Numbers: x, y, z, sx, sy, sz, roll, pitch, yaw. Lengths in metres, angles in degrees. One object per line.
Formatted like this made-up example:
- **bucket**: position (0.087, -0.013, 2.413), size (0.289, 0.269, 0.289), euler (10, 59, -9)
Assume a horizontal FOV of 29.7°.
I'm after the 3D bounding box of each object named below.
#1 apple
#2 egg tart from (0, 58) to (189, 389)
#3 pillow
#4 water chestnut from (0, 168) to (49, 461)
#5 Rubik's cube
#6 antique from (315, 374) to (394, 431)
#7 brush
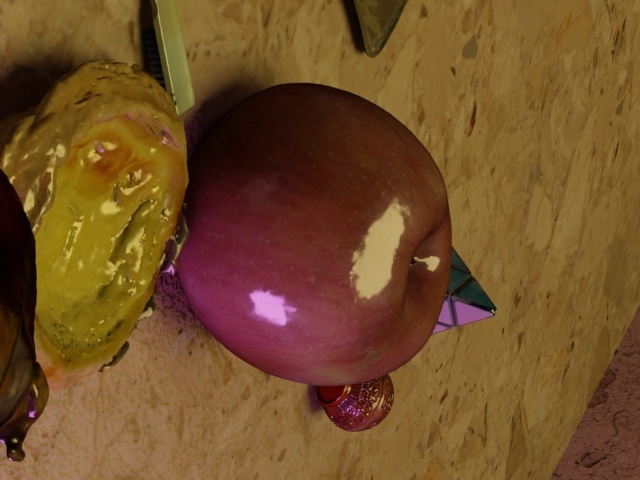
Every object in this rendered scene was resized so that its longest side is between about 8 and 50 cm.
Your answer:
- **apple**: position (0.000, 0.000, 1.179), size (0.306, 0.235, 0.306), euler (-41, 140, -47)
- **egg tart**: position (-0.196, -0.015, 0.952), size (0.279, 0.095, 0.279), euler (-52, 152, -44)
- **pillow**: position (0.060, -0.302, 1.324), size (0.130, 0.033, 0.217), euler (-61, 153, -17)
- **water chestnut**: position (-0.314, 0.060, 0.566), size (0.347, 0.335, 0.335), euler (30, 79, -34)
- **Rubik's cube**: position (0.115, 0.049, 1.571), size (0.178, 0.190, 0.211), euler (18, 86, -48)
- **antique**: position (0.048, 0.200, 1.571), size (0.104, 0.104, 0.104), euler (-43, 143, -45)
- **brush**: position (-0.136, -0.192, 1.022), size (0.033, 0.030, 0.178), euler (-33, 125, -42)
